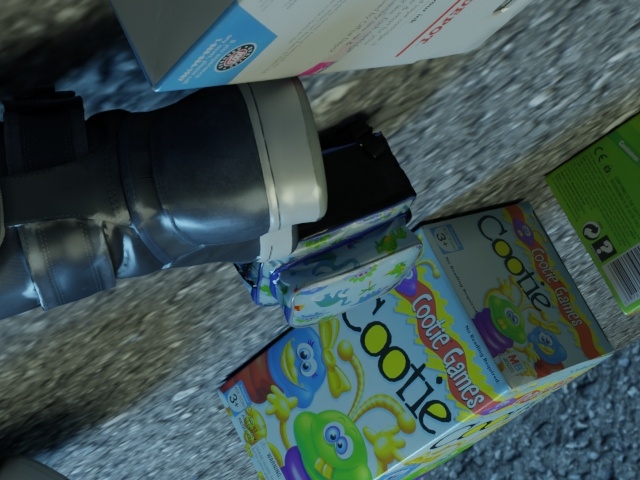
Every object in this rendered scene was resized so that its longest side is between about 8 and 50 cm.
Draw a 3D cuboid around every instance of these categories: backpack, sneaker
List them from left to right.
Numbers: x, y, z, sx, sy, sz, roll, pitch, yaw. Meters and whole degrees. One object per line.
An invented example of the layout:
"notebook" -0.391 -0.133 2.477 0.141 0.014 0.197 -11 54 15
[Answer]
"sneaker" -0.090 -0.018 0.707 0.163 0.086 0.226 -15 176 -6
"backpack" 0.000 0.000 0.926 0.105 0.084 0.114 -23 168 -12

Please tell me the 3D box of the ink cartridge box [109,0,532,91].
"ink cartridge box" 0.019 -0.114 0.600 0.181 0.061 0.104 -12 159 -47

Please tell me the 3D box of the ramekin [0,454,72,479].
"ramekin" -0.242 0.288 1.178 0.277 0.135 0.277 -52 -172 10

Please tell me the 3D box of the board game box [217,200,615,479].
"board game box" 0.069 0.105 1.310 0.142 0.144 0.275 -12 158 -47

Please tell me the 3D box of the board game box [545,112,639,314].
"board game box" 0.300 -0.063 1.191 0.259 0.124 0.039 -36 166 29
